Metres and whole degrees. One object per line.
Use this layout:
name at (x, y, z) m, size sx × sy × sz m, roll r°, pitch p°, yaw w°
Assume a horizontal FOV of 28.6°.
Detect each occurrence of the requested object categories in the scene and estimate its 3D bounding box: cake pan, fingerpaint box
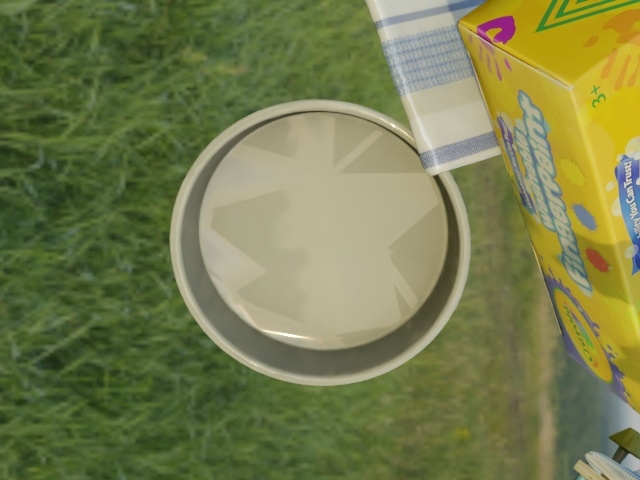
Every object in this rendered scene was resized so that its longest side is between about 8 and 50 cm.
cake pan at (0.000, 0.000, 1.238) m, size 0.054 × 0.293 × 0.293 m, roll -80°, pitch 164°, yaw -72°
fingerpaint box at (0.367, -0.098, 1.151) m, size 0.163 × 0.371 × 0.445 m, roll 43°, pitch -16°, yaw 48°

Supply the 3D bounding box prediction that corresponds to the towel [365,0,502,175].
towel at (0.128, -0.212, 1.189) m, size 0.209 × 0.034 × 0.285 m, roll -21°, pitch 91°, yaw -36°

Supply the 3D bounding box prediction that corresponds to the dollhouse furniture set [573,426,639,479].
dollhouse furniture set at (0.407, 0.248, 1.284) m, size 0.198 × 0.303 × 0.286 m, roll -52°, pitch 147°, yaw -1°
